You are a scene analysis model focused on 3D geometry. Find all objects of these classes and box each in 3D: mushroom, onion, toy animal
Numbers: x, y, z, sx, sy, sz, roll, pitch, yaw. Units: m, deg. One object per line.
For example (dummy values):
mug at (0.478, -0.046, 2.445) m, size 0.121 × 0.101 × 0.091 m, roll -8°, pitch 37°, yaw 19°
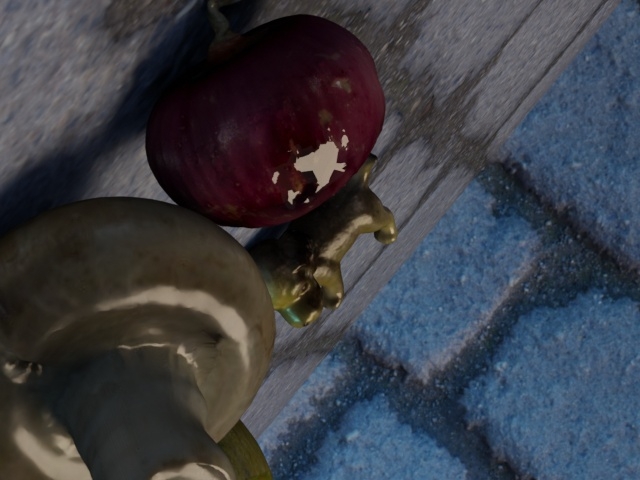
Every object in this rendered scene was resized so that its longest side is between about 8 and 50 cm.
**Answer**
mushroom at (-0.137, 0.100, 0.924) m, size 0.243 × 0.243 × 0.243 m, roll -48°, pitch 171°, yaw -11°
onion at (-0.041, -0.088, 0.979) m, size 0.177 × 0.153 × 0.177 m, roll -53°, pitch -176°, yaw 5°
toy animal at (-0.005, 0.013, 1.662) m, size 0.233 × 0.121 × 0.168 m, roll -50°, pitch 160°, yaw -19°

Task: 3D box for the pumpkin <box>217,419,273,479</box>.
pumpkin at (-0.206, 0.317, 1.681) m, size 0.332 × 0.199 × 0.332 m, roll -50°, pitch 170°, yaw -12°
